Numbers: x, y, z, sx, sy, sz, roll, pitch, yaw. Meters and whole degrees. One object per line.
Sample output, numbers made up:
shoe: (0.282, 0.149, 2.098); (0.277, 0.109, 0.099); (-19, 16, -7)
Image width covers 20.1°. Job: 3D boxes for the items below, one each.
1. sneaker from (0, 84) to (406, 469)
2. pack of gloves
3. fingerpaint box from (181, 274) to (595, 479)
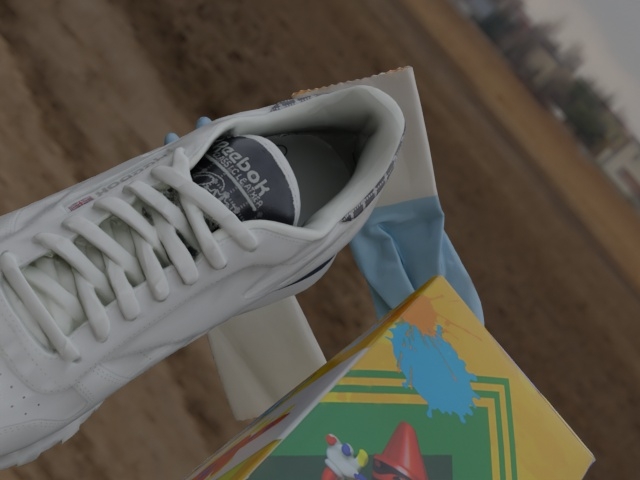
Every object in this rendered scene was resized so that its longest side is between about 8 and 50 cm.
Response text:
sneaker: (-0.071, 0.006, 0.660); (0.090, 0.235, 0.095); (56, -31, 2)
pack of gloves: (0.000, 0.000, 1.246); (0.046, 0.195, 0.232); (-80, 155, -63)
fingerpaint box: (-0.091, 0.259, 1.052); (0.163, 0.445, 0.371); (50, 30, 0)
